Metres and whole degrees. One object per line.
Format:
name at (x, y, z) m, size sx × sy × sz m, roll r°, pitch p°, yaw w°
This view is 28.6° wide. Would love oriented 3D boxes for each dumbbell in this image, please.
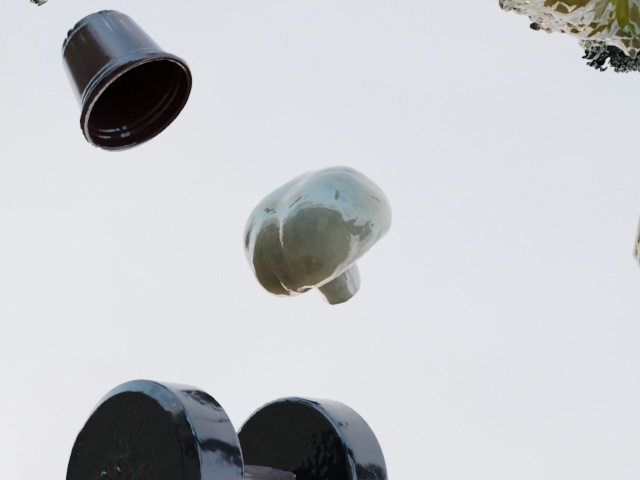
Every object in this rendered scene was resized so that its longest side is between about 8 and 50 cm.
dumbbell at (-0.068, 0.191, 0.967) m, size 0.153 × 0.218 × 0.152 m, roll -12°, pitch -107°, yaw 41°

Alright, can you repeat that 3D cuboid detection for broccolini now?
broccolini at (0.320, -0.288, 1.312) m, size 0.062 × 0.123 × 0.271 m, roll 28°, pitch -41°, yaw 35°

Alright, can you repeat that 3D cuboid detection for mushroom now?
mushroom at (0.000, 0.000, 1.180) m, size 0.154 × 0.154 × 0.122 m, roll -13°, pitch -69°, yaw 43°

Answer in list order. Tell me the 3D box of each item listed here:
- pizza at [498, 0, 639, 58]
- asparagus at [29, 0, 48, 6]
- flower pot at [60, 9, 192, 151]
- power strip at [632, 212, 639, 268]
pizza at (0.115, -0.193, 0.684) m, size 0.075 × 0.287 × 0.279 m, roll -13°, pitch -69°, yaw 33°
asparagus at (-0.276, -0.285, 1.353) m, size 0.165 × 0.030 × 0.036 m, roll -7°, pitch -56°, yaw 51°
flower pot at (-0.179, -0.147, 1.096) m, size 0.089 × 0.111 × 0.111 m, roll 53°, pitch -38°, yaw 26°
power strip at (0.285, -0.092, 0.877) m, size 0.092 × 0.066 × 0.387 m, roll 16°, pitch -32°, yaw 17°
